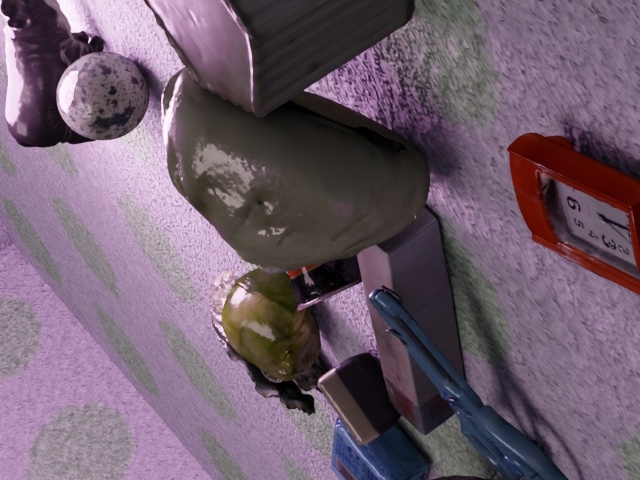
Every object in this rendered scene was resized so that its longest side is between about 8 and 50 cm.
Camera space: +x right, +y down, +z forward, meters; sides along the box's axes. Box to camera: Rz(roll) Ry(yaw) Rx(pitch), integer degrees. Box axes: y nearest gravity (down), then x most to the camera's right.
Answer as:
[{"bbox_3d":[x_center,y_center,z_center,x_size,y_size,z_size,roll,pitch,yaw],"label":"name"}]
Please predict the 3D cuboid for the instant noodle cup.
[{"bbox_3d":[-0.002,0.001,2.080,0.136,0.127,0.127,64,163,0],"label":"instant noodle cup"}]

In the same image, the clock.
[{"bbox_3d":[0.240,-0.026,1.444,0.155,0.061,0.113,33,153,45],"label":"clock"}]

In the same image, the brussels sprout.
[{"bbox_3d":[-0.070,0.117,2.472,0.145,0.131,0.183,25,152,19],"label":"brussels sprout"}]

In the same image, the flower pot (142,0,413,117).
[{"bbox_3d":[-0.051,-0.257,1.574,0.239,0.189,0.209,34,152,50],"label":"flower pot"}]

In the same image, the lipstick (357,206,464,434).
[{"bbox_3d":[0.108,0.091,1.995,0.076,0.079,0.371,44,161,35],"label":"lipstick"}]

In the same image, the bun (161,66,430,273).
[{"bbox_3d":[-0.043,-0.063,1.754,0.293,0.187,0.293,25,-171,-4],"label":"bun"}]

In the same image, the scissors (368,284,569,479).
[{"bbox_3d":[0.169,0.186,1.942,0.393,0.032,0.180,50,163,-32],"label":"scissors"}]

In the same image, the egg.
[{"bbox_3d":[-0.329,-0.215,2.522,0.172,0.132,0.132,-2,121,58],"label":"egg"}]

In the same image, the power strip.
[{"bbox_3d":[0.058,0.210,2.261,0.105,0.070,0.256,56,-175,5],"label":"power strip"}]

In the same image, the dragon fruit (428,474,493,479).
[{"bbox_3d":[0.211,0.398,2.130,0.283,0.204,0.221,51,-165,-25],"label":"dragon fruit"}]

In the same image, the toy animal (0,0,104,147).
[{"bbox_3d":[-0.429,-0.307,2.592,0.106,0.168,0.343,34,139,55],"label":"toy animal"}]

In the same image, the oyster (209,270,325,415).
[{"bbox_3d":[-0.081,0.158,2.638,0.268,0.112,0.198,47,-176,2],"label":"oyster"}]

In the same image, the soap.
[{"bbox_3d":[0.086,0.338,2.538,0.156,0.077,0.293,49,163,17],"label":"soap"}]
